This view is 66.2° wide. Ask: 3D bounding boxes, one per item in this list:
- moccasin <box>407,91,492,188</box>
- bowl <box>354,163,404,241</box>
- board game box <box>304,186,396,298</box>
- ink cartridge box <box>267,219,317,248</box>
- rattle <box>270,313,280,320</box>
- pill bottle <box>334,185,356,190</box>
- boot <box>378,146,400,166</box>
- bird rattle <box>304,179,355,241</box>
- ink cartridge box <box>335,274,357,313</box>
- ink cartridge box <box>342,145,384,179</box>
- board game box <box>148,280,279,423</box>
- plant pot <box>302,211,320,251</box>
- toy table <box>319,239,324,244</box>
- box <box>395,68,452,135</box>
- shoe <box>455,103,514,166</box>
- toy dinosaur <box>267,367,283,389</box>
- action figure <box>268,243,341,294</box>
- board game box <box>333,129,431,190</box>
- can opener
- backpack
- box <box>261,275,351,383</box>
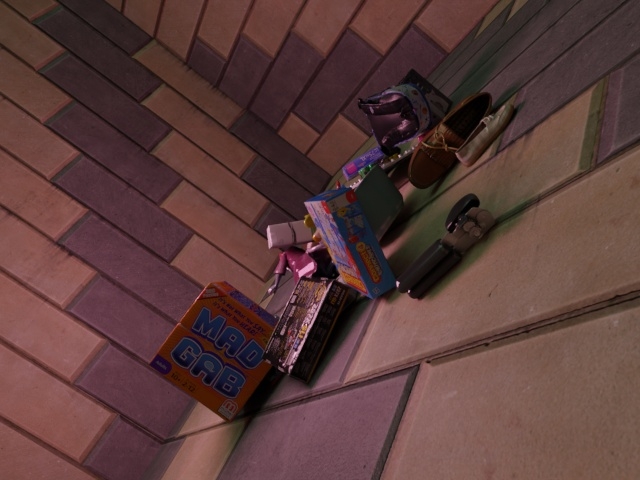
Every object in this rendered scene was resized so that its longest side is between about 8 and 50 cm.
[{"bbox_3d":[0.426,-0.326,1.599,0.380,0.139,0.147,-44,-1,-4],"label":"moccasin"},{"bbox_3d":[0.178,-0.097,1.727,0.311,0.163,0.311,-54,-5,-7],"label":"bowl"},{"bbox_3d":[0.080,-0.001,1.456,0.086,0.301,0.308,-28,8,-9],"label":"board game box"},{"bbox_3d":[-0.108,-0.028,2.029,0.160,0.220,0.092,153,108,-80],"label":"ink cartridge box"},{"bbox_3d":[-0.173,0.364,2.189,0.143,0.130,0.200,-39,-14,18],"label":"rattle"},{"bbox_3d":[0.098,-0.159,2.450,0.169,0.169,0.301,-55,4,-13],"label":"pill bottle"},{"bbox_3d":[0.310,-0.408,2.569,0.222,0.118,0.338,-58,0,21],"label":"boot"},{"bbox_3d":[0.048,-0.094,1.856,0.253,0.143,0.206,-44,14,38],"label":"bird rattle"},{"bbox_3d":[0.059,0.196,1.712,0.189,0.066,0.232,-50,1,23],"label":"ink cartridge box"},{"bbox_3d":[0.191,-0.346,2.223,0.186,0.065,0.311,-31,3,4],"label":"ink cartridge box"},{"bbox_3d":[-0.358,0.402,1.881,0.356,0.357,0.356,-54,0,-5],"label":"board game box"},{"bbox_3d":[0.000,0.000,2.353,0.230,0.216,0.215,-69,12,-11],"label":"plant pot"},{"bbox_3d":[0.095,-0.089,2.100,0.161,0.252,0.274,80,-146,-79],"label":"toy table"},{"bbox_3d":[0.446,-0.623,2.223,0.142,0.247,0.163,-44,13,52],"label":"box"},{"bbox_3d":[0.486,-0.320,1.451,0.219,0.058,0.076,-52,9,7],"label":"shoe"},{"bbox_3d":[-0.148,0.477,1.756,0.082,0.090,0.047,-16,2,10],"label":"toy dinosaur"},{"bbox_3d":[-0.083,0.094,1.985,0.248,0.275,0.370,-18,25,-28],"label":"action figure"},{"bbox_3d":[0.268,-0.327,2.159,0.390,0.050,0.390,-31,2,-19],"label":"board game box"},{"bbox_3d":[0.282,0.021,1.126,0.280,0.074,0.093,-52,25,24],"label":"can opener"},{"bbox_3d":[0.337,-0.531,2.071,0.213,0.276,0.263,-41,21,-25],"label":"backpack"},{"bbox_3d":[-0.053,0.274,1.589,0.257,0.079,0.321,-2,60,63],"label":"box"}]
